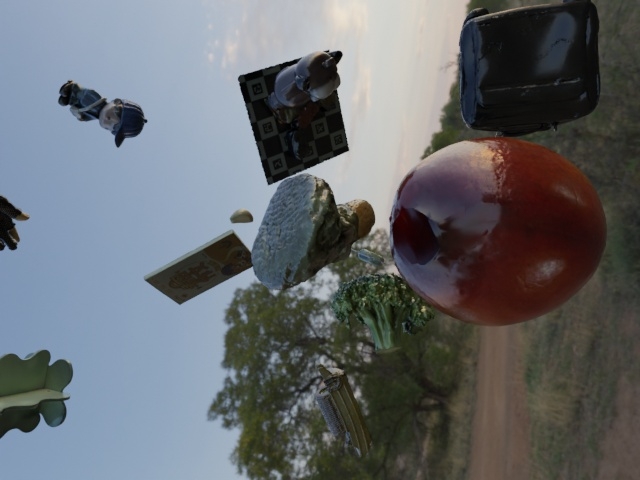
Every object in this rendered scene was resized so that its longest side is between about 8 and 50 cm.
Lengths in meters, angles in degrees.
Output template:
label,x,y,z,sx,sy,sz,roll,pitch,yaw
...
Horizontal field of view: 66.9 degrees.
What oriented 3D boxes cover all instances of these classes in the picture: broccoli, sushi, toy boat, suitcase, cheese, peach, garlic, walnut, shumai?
label,x,y,z,sx,sy,sz,roll,pitch,yaw
broccoli,0.243,0.250,1.823,0.338,0.277,0.318,-23,-98,-54
sushi,-0.057,-0.396,1.573,0.343,0.064,0.359,-26,-60,-23
toy boat,0.061,0.519,1.488,0.089,0.115,0.310,-154,42,-81
suitcase,0.551,-0.455,1.307,0.188,0.345,0.340,-38,-56,-73
cheese,0.106,0.036,1.083,0.026,0.067,0.120,-66,19,0
peach,0.311,-0.022,0.924,0.388,0.388,0.388,12,-90,-75
garlic,-0.268,-0.082,1.652,0.053,0.083,0.041,102,151,-44
walnut,0.118,-0.070,1.662,0.180,0.144,0.144,-44,-37,-56
shumai,0.000,0.000,0.920,0.222,0.203,0.272,-52,24,28

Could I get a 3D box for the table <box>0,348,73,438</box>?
label,x,y,z,sx,sy,sz,roll,pitch,yaw
table,-0.596,0.293,0.903,0.198,0.166,0.167,21,-99,-71

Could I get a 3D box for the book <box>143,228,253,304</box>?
label,x,y,z,sx,sy,sz,roll,pitch,yaw
book,-0.355,0.088,1.482,0.020,0.295,0.208,62,-179,32

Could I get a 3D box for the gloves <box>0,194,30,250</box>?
label,x,y,z,sx,sy,sz,roll,pitch,yaw
gloves,-0.822,-0.051,1.211,0.129,0.106,0.181,-57,-18,-27

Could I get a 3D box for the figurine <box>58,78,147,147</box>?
label,x,y,z,sx,sy,sz,roll,pitch,yaw
figurine,-0.409,-0.242,0.915,0.086,0.149,0.087,-50,17,44

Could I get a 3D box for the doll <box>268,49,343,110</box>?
label,x,y,z,sx,sy,sz,roll,pitch,yaw
doll,-0.044,-0.436,1.333,0.182,0.257,0.117,-51,-62,-32
